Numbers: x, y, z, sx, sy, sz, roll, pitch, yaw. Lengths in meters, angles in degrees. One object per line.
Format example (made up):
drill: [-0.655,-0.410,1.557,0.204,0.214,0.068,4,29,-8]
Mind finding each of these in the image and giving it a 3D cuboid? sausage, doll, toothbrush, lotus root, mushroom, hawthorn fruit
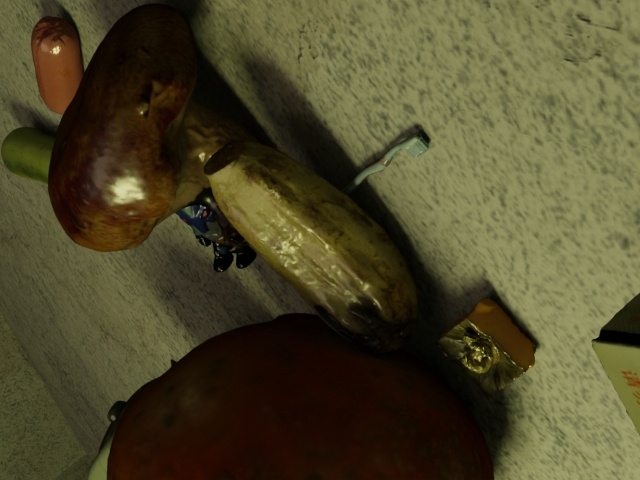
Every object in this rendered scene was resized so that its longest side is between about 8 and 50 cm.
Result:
sausage: [-0.340,-0.226,1.356,0.062,0.062,0.154,45,154,17]
doll: [-0.142,-0.048,1.250,0.096,0.070,0.195,-10,123,30]
toothbrush: [0.049,-0.063,0.946,0.019,0.013,0.193,46,156,-7]
lotus root: [0.000,0.000,1.001,0.258,0.097,0.110,46,124,-9]
mushroom: [-0.180,-0.107,1.100,0.267,0.267,0.254,27,180,44]
hawthorn fruit: [-0.034,0.253,1.084,0.403,0.403,0.402,40,153,25]

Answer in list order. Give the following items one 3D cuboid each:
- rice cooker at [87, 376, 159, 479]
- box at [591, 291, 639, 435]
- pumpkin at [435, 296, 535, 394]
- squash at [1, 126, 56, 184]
rice cooker: [-0.123,0.312,1.421,0.325,0.335,0.335,46,155,15]
box: [0.330,0.127,0.620,0.198,0.084,0.310,60,155,-16]
pumpkin: [0.149,0.099,0.944,0.074,0.054,0.083,45,151,5]
squash: [-0.423,-0.122,1.638,0.250,0.083,0.083,23,143,43]
